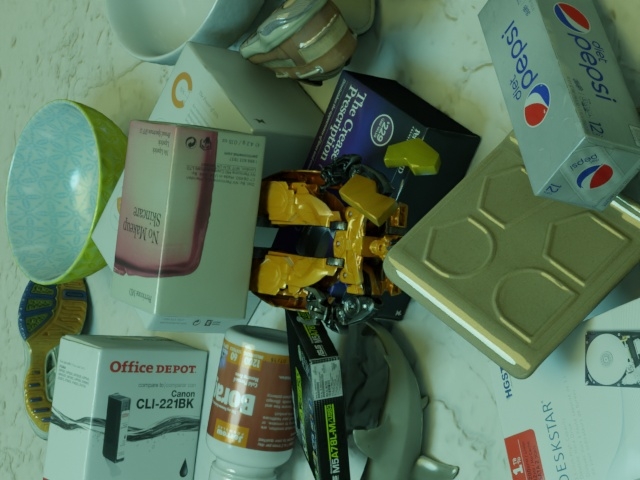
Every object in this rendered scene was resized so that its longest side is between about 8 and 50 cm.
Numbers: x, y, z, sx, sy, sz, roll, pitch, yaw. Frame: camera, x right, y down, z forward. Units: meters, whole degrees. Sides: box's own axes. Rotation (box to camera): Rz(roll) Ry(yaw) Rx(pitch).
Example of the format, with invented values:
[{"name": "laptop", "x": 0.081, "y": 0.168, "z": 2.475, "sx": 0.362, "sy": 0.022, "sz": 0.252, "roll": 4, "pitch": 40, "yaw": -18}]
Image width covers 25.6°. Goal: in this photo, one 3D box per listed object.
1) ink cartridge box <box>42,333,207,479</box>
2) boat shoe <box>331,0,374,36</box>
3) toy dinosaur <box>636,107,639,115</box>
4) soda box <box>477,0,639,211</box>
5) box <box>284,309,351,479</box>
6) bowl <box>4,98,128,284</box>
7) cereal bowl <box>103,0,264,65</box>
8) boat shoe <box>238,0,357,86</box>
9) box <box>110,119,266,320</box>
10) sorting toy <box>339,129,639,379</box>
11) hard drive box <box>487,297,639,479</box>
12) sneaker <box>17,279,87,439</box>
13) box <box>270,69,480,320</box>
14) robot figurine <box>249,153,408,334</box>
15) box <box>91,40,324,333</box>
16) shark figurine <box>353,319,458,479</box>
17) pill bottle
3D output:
[{"name": "ink cartridge box", "x": -0.287, "y": 0.280, "z": 2.061, "sx": 0.114, "sy": 0.197, "sz": 0.272, "roll": 7, "pitch": 91, "yaw": 48}, {"name": "boat shoe", "x": 0.019, "y": -0.347, "z": 1.908, "sx": 0.065, "sy": 0.075, "sz": 0.206, "roll": 79, "pitch": 164, "yaw": -62}, {"name": "toy dinosaur", "x": 0.293, "y": -0.065, "z": 1.545, "sx": 0.093, "sy": 0.053, "sz": 0.183, "roll": 25, "pitch": 104, "yaw": 46}, {"name": "soda box", "x": 0.257, "y": -0.172, "z": 1.513, "sx": 0.098, "sy": 0.091, "sz": 0.286, "roll": -55, "pitch": 34, "yaw": 40}, {"name": "box", "x": -0.005, "y": 0.195, "z": 1.756, "sx": 0.184, "sy": 0.045, "sz": 0.190, "roll": -125, "pitch": 28, "yaw": -66}, {"name": "bowl", "x": -0.361, "y": -0.069, "z": 2.221, "sx": 0.289, "sy": 0.156, "sz": 0.289, "roll": -8, "pitch": 80, "yaw": 48}, {"name": "cereal bowl", "x": -0.172, "y": -0.415, "z": 2.058, "sx": 0.339, "sy": 0.141, "sz": 0.338, "roll": -7, "pitch": 80, "yaw": 48}, {"name": "boat shoe", "x": -0.024, "y": -0.250, "z": 1.825, "sx": 0.123, "sy": 0.116, "sz": 0.324, "roll": -44, "pitch": 8, "yaw": -1}, {"name": "box", "x": -0.166, "y": -0.027, "z": 1.744, "sx": 0.149, "sy": 0.127, "sz": 0.232, "roll": 13, "pitch": 97, "yaw": 59}, {"name": "sorting toy", "x": 0.182, "y": -0.015, "z": 1.532, "sx": 0.307, "sy": 0.041, "sz": 0.229, "roll": 39, "pitch": 77, "yaw": 28}, {"name": "hard drive box", "x": 0.303, "y": 0.178, "z": 1.476, "sx": 0.232, "sy": 0.089, "sz": 0.181, "roll": -31, "pitch": 62, "yaw": 43}, {"name": "sneaker", "x": -0.451, "y": 0.187, "z": 2.332, "sx": 0.131, "sy": 0.112, "sz": 0.296, "roll": 118, "pitch": 156, "yaw": -61}, {"name": "box", "x": 0.064, "y": -0.056, "z": 1.774, "sx": 0.184, "sy": 0.103, "sz": 0.261, "roll": 38, "pitch": 114, "yaw": 42}, {"name": "robot figurine", "x": 0.000, "y": 0.000, "z": 1.700, "sx": 0.291, "sy": 0.085, "sz": 0.211, "roll": 6, "pitch": 92, "yaw": 49}, {"name": "box", "x": -0.149, "y": -0.067, "z": 1.967, "sx": 0.215, "sy": 0.168, "sz": 0.345, "roll": 53, "pitch": 124, "yaw": 39}, {"name": "shark figurine", "x": 0.072, "y": 0.209, "z": 1.724, "sx": 0.166, "sy": 0.116, "sz": 0.278, "roll": -8, "pitch": 81, "yaw": 47}, {"name": "pill bottle", "x": -0.088, "y": 0.230, "z": 1.895, "sx": 0.121, "sy": 0.121, "sz": 0.216, "roll": 17, "pitch": 98, "yaw": 49}]
